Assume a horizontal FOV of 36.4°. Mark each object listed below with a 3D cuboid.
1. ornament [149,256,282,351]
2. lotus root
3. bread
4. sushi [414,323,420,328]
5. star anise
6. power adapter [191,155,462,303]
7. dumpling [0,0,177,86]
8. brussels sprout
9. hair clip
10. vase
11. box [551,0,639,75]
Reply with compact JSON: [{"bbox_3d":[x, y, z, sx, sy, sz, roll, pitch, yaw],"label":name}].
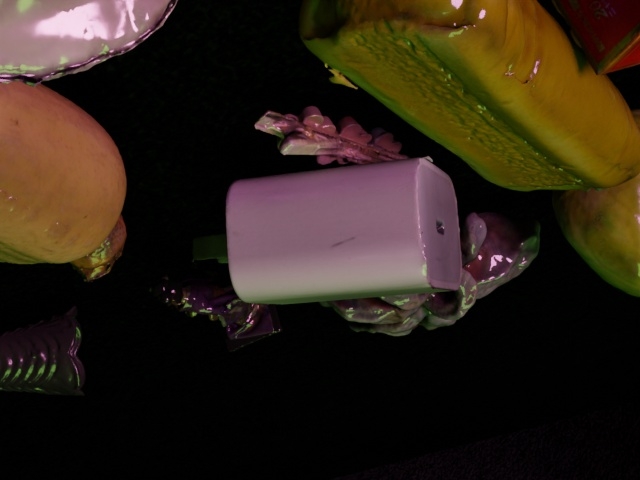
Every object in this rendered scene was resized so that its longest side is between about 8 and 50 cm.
[{"bbox_3d":[-0.131,0.061,1.141,0.088,0.081,0.203,-26,153,19],"label":"ornament"},{"bbox_3d":[-0.244,-0.059,0.735,0.146,0.130,0.303,1,162,22],"label":"lotus root"},{"bbox_3d":[0.143,-0.140,0.811,0.166,0.112,0.384,3,167,38],"label":"bread"},{"bbox_3d":[0.147,0.120,1.507,0.120,0.026,0.126,-29,154,26],"label":"sushi"},{"bbox_3d":[0.104,0.054,1.195,0.360,0.139,0.316,-18,150,6],"label":"star anise"},{"bbox_3d":[0.000,0.000,0.963,0.255,0.124,0.187,-6,173,18],"label":"power adapter"},{"bbox_3d":[-0.176,-0.166,0.499,0.247,0.172,0.142,7,176,-33],"label":"dumpling"},{"bbox_3d":[0.365,-0.041,1.066,0.223,0.223,0.161,-10,162,-12],"label":"brussels sprout"},{"bbox_3d":[0.014,-0.093,0.925,0.062,0.056,0.214,-45,154,26],"label":"hair clip"},{"bbox_3d":[-0.402,0.145,1.139,0.238,0.115,0.115,-6,155,-10],"label":"vase"},{"bbox_3d":[0.321,-0.246,0.657,0.198,0.089,0.313,-19,164,-25],"label":"box"}]
